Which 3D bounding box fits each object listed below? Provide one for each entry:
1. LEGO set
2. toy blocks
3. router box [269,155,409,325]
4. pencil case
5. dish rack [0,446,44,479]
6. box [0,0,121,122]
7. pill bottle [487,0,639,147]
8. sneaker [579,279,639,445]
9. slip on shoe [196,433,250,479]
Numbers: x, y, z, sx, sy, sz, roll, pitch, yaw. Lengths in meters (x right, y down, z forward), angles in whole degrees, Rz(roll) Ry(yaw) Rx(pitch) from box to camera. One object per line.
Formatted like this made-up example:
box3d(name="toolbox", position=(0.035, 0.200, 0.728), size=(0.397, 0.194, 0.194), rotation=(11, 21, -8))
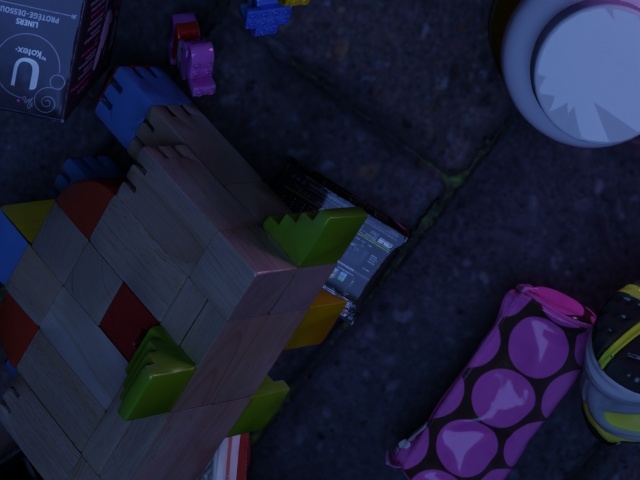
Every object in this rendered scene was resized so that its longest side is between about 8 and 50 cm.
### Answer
box3d(name="LEGO set", position=(-0.055, -0.199, 1.501), size=(0.087, 0.093, 0.227), rotation=(-10, 142, -19))
box3d(name="toy blocks", position=(-0.162, 0.040, 1.542), size=(0.261, 0.191, 0.381), rotation=(47, 121, 26))
box3d(name="router box", position=(0.000, 0.000, 1.625), size=(0.122, 0.038, 0.092), rotation=(32, 103, -7))
box3d(name="pencil case", position=(0.147, 0.130, 1.631), size=(0.098, 0.095, 0.209), rotation=(32, 101, -6))
box3d(name="dish rack", position=(-0.229, 0.322, 1.640), size=(0.208, 0.074, 0.271), rotation=(-35, 68, 11))
box3d(name="box", position=(-0.242, -0.191, 1.469), size=(0.163, 0.247, 0.142), rotation=(12, 104, -2))
box3d(name="pill bottle", position=(0.202, -0.147, 1.474), size=(0.136, 0.245, 0.136), rotation=(0, 105, 1))
box3d(name="sneaker", position=(0.395, 0.099, 1.612), size=(0.385, 0.145, 0.147), rotation=(1, 147, -10))
box3d(name="slip on shoe", position=(-0.085, 0.274, 1.675), size=(0.101, 0.123, 0.331), rotation=(-7, 101, -33))
